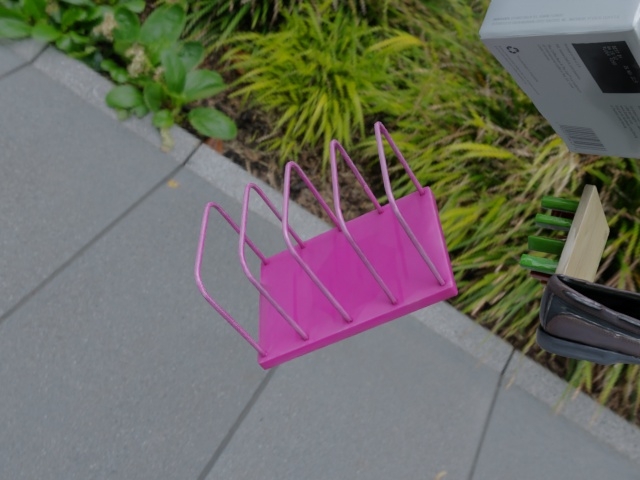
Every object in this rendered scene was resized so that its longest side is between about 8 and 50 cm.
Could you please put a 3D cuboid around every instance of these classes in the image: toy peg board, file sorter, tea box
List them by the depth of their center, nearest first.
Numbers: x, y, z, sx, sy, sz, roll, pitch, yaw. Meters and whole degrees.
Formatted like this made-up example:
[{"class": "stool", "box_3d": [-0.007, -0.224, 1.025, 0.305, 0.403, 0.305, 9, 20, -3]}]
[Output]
[{"class": "file sorter", "box_3d": [0.000, 0.000, 0.961, 0.182, 0.290, 0.202, 52, 23, -37]}, {"class": "tea box", "box_3d": [0.436, -0.332, 1.003, 0.219, 0.324, 0.329, 14, -14, 45]}, {"class": "toy peg board", "box_3d": [0.387, 0.013, 1.135, 0.079, 0.160, 0.161, 14, 73, 35]}]

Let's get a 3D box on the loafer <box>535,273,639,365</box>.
[{"class": "loafer", "box_3d": [0.408, 0.101, 0.833, 0.302, 0.095, 0.109, 5, 14, 25]}]
